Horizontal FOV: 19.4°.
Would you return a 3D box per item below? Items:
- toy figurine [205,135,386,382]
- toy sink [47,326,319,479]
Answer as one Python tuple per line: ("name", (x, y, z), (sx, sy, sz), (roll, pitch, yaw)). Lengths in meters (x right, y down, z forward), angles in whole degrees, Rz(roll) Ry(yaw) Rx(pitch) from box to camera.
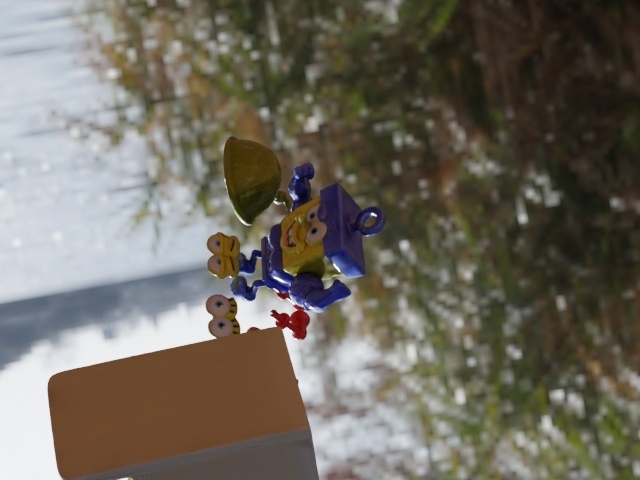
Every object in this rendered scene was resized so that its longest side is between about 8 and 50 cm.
("toy figurine", (0.000, 0.000, 2.339), (0.217, 0.362, 0.191), (-26, 135, 27))
("toy sink", (-0.128, 0.198, 1.775), (0.234, 0.131, 0.153), (-12, -142, -6))
